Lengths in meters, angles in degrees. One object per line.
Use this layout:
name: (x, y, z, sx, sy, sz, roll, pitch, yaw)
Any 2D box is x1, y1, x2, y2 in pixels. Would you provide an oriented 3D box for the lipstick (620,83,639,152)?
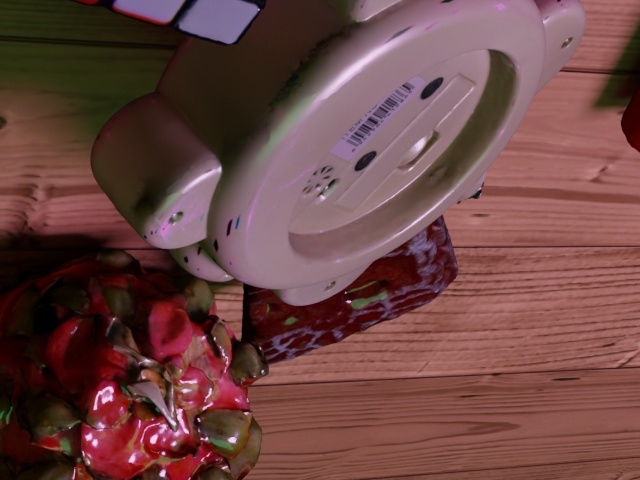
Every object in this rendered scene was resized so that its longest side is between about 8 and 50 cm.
lipstick: (0.294, -0.158, 1.174, 0.073, 0.073, 0.279, -8, 151, -16)

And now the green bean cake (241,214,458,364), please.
green bean cake: (0.000, 0.000, 1.267, 0.198, 0.097, 0.232, -18, 152, 3)

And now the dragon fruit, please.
dragon fruit: (-0.177, 0.141, 1.281, 0.231, 0.237, 0.303, 14, 139, -34)

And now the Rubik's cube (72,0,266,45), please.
Rubik's cube: (-0.076, -0.211, 0.780, 0.151, 0.154, 0.155, 13, 139, -30)

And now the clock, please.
clock: (0.015, -0.086, 0.982, 0.284, 0.114, 0.309, -44, 160, 13)
